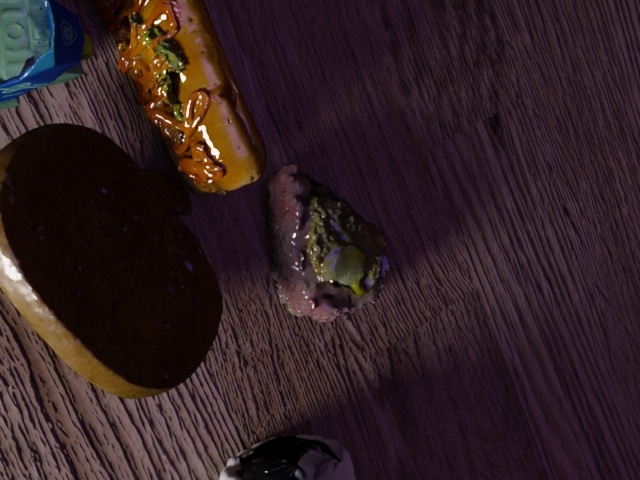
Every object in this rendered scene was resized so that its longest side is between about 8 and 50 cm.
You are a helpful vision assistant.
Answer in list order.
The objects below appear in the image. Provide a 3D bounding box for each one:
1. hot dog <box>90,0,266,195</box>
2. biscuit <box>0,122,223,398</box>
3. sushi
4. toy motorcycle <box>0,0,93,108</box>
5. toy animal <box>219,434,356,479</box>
[{"bbox_3d":[-0.190,-0.214,1.288,0.117,0.158,0.348,-30,105,-34],"label":"hot dog"},{"bbox_3d":[-0.262,0.014,1.246,0.367,0.063,0.314,53,37,-22],"label":"biscuit"},{"bbox_3d":[0.016,-0.001,1.456,0.161,0.107,0.241,-13,96,-36],"label":"sushi"},{"bbox_3d":[-0.402,-0.228,1.129,0.326,0.200,0.191,-8,93,-31],"label":"toy motorcycle"},{"bbox_3d":[-0.045,0.379,1.373,0.208,0.156,0.204,-34,113,-62],"label":"toy animal"}]
